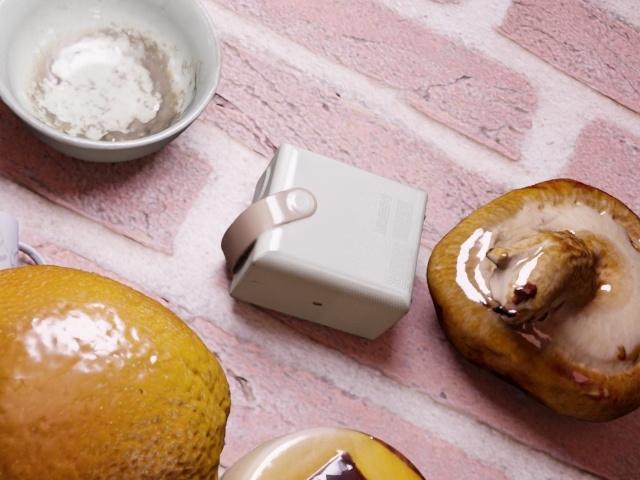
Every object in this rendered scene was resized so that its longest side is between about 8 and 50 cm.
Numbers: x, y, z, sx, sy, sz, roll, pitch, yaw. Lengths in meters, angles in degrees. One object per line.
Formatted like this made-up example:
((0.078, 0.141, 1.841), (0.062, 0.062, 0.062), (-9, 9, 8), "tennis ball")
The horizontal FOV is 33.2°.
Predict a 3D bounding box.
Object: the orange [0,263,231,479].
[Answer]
((-0.269, 0.189, 1.104), (0.357, 0.322, 0.322), (13, 63, -17), "orange")

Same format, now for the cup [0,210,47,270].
((-0.385, 0.037, 1.259), (0.136, 0.099, 0.133), (0, 65, -16), "cup")

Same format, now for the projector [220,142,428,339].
((0.000, 0.000, 1.358), (0.243, 0.163, 0.177), (17, 61, -11), "projector")

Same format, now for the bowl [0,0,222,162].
((-0.280, -0.211, 1.382), (0.289, 0.146, 0.289), (6, 65, -13), "bowl")

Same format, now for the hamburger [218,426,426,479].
((-0.001, 0.346, 1.194), (0.302, 0.170, 0.301), (9, 62, -16), "hamburger")

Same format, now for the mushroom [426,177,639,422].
((0.316, 0.068, 1.365), (0.346, 0.259, 0.345), (6, 65, -14), "mushroom")
